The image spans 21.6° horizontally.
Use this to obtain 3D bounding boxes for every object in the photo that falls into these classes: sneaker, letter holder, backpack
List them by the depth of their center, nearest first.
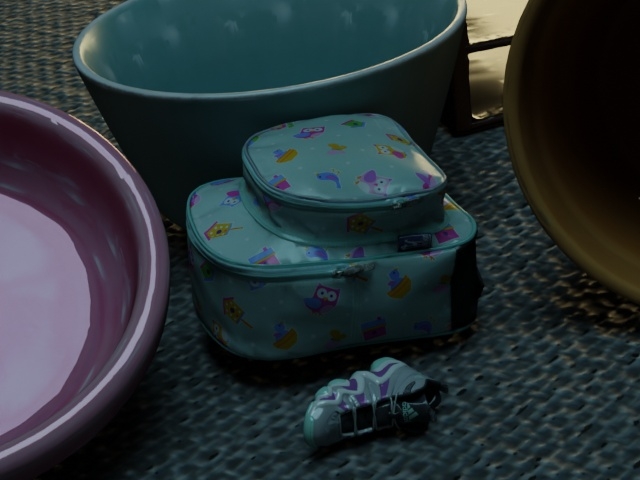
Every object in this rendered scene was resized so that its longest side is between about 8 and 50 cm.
[{"bbox_3d":[0.041,0.105,1.044,0.069,0.038,0.098,15,34,39],"label":"sneaker"},{"bbox_3d":[0.000,0.000,1.158,0.188,0.144,0.166,-17,33,-12],"label":"backpack"},{"bbox_3d":[0.156,-0.237,1.594,0.214,0.152,0.302,-14,26,-17],"label":"letter holder"}]

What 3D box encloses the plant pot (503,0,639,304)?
[{"bbox_3d":[0.281,-0.105,1.174,0.291,0.291,0.203,-2,10,12],"label":"plant pot"}]

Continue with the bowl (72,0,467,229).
[{"bbox_3d":[-0.030,-0.101,1.347,0.312,0.163,0.311,-7,26,3],"label":"bowl"}]

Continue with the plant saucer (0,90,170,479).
[{"bbox_3d":[-0.263,0.042,1.091,0.332,0.084,0.332,2,52,-2],"label":"plant saucer"}]
